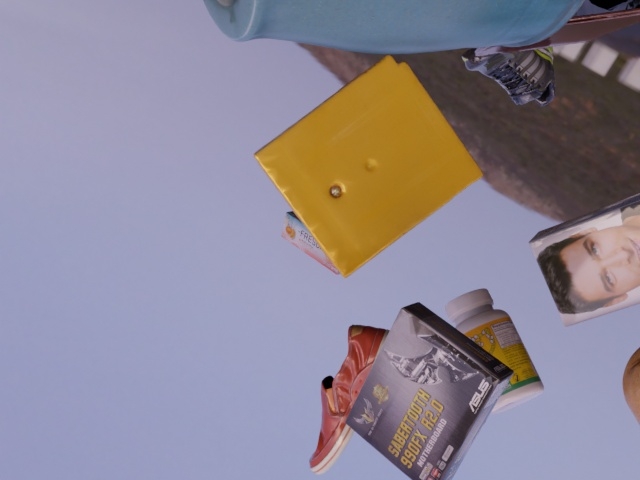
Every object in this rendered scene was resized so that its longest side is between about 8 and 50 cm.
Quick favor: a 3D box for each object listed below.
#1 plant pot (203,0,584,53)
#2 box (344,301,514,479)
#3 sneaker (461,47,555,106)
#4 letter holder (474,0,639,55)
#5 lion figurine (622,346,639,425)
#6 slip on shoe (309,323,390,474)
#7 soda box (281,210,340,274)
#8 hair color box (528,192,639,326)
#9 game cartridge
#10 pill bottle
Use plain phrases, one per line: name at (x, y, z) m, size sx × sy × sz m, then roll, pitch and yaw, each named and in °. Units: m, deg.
plant pot at (0.035, -0.263, 0.659) m, size 0.255 × 0.271 × 0.271 m, roll -15°, pitch -142°, yaw -20°
box at (0.158, 0.237, 1.303) m, size 0.183 × 0.231 × 0.056 m, roll 37°, pitch -153°, yaw 26°
sneaker at (0.392, -0.338, 1.723) m, size 0.300 × 0.111 × 0.121 m, roll -4°, pitch -107°, yaw -46°
letter holder at (0.341, -0.372, 1.275) m, size 0.214 × 0.152 × 0.302 m, roll -10°, pitch -174°, yaw -2°
lion figurine at (0.525, 0.284, 1.247) m, size 0.142 × 0.240 × 0.392 m, roll 71°, pitch -175°, yaw -59°
slip on shoe at (0.044, 0.308, 1.697) m, size 0.101 × 0.331 × 0.123 m, roll 24°, pitch -164°, yaw 6°
soda box at (0.000, 0.000, 1.819) m, size 0.058 × 0.063 × 0.183 m, roll -14°, pitch -143°, yaw -43°
hair color box at (0.609, 0.011, 1.632) m, size 0.113 × 0.374 × 0.185 m, roll -27°, pitch -87°, yaw -62°
game cartridge at (0.088, -0.137, 1.578) m, size 0.285 × 0.324 × 0.052 m, roll 54°, pitch 179°, yaw -9°
pill bottle at (0.305, 0.197, 1.555) m, size 0.117 × 0.117 × 0.208 m, roll 4°, pitch -123°, yaw -52°
